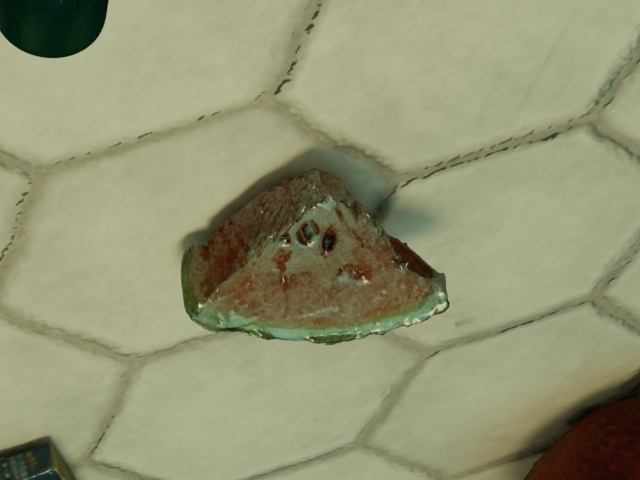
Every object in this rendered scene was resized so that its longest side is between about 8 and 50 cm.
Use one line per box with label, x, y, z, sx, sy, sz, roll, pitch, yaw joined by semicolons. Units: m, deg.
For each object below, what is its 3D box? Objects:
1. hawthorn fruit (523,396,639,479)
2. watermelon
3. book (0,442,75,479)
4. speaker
hawthorn fruit;0.305;0.297;1.571;0.295;0.295;0.311;-15;145;-8
watermelon;0.000;0.000;1.172;0.187;0.071;0.139;-1;137;-14
book;-0.385;0.306;1.437;0.428;0.039;0.300;-18;147;-2
speaker;-0.155;-0.142;0.896;0.094;0.060;0.075;21;141;2
